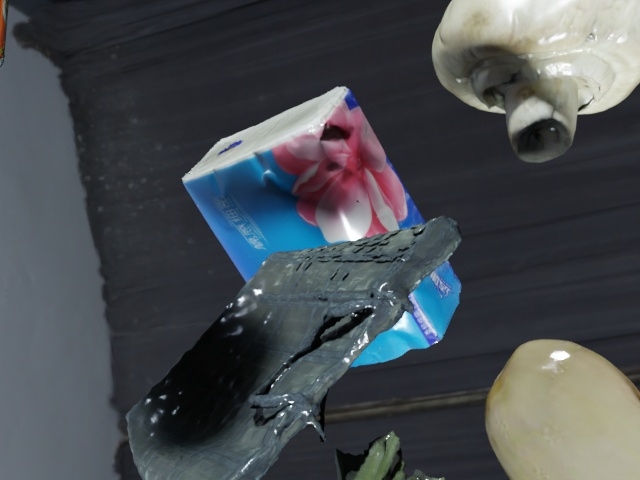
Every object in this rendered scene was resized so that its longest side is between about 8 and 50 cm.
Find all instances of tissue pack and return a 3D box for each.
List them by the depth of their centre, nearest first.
[{"bbox_3d":[0.000,0.000,0.829,0.270,0.209,0.137,59,41,-21],"label":"tissue pack"}]

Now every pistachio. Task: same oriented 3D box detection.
[{"bbox_3d":[0.211,0.162,0.576,0.206,0.129,0.131,49,-33,8],"label":"pistachio"}]

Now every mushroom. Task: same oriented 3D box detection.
[{"bbox_3d":[0.262,-0.204,0.898,0.260,0.253,0.235,158,-59,-64],"label":"mushroom"}]

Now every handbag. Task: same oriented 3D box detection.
[{"bbox_3d":[-0.021,0.085,0.532,0.089,0.175,0.270,49,61,-14],"label":"handbag"}]

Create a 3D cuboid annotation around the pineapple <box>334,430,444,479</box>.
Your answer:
[{"bbox_3d":[-0.034,0.243,0.475,0.130,0.277,0.119,39,-26,35],"label":"pineapple"}]

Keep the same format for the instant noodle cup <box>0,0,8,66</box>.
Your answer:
[{"bbox_3d":[-0.358,-0.254,0.691,0.193,0.193,0.212,-86,-169,-46],"label":"instant noodle cup"}]
